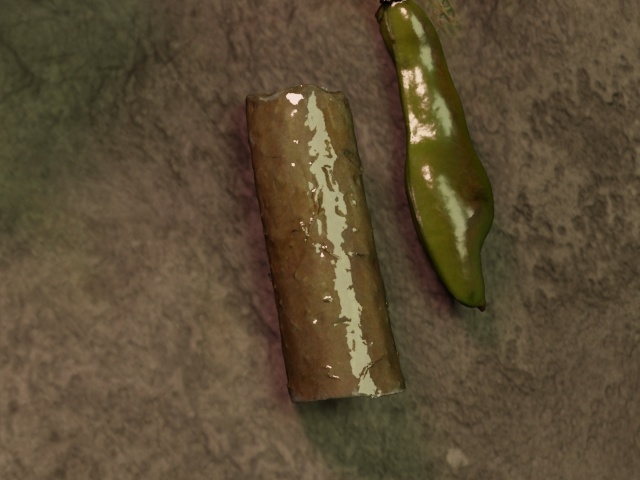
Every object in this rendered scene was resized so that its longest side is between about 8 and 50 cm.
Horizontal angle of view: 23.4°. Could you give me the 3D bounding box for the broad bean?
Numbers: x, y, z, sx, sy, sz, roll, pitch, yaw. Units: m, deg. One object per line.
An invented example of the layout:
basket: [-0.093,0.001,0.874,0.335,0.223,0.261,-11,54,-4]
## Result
broad bean: [0.094,-0.095,1.324,0.075,0.067,0.325,2,71,-66]

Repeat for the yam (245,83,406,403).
yam: [0.000,0.000,1.208,0.093,0.093,0.259,-4,80,-35]
